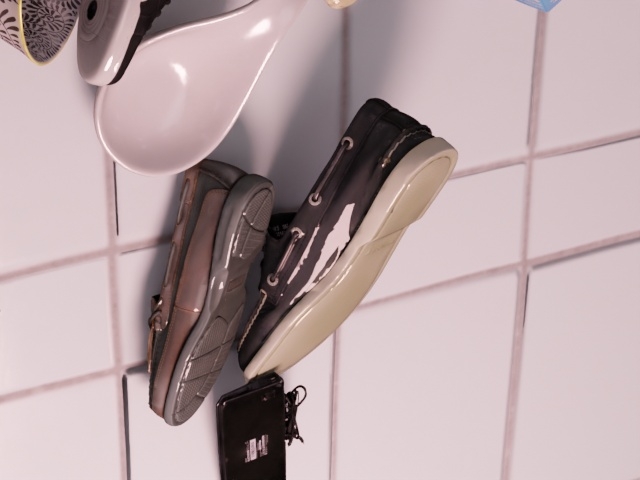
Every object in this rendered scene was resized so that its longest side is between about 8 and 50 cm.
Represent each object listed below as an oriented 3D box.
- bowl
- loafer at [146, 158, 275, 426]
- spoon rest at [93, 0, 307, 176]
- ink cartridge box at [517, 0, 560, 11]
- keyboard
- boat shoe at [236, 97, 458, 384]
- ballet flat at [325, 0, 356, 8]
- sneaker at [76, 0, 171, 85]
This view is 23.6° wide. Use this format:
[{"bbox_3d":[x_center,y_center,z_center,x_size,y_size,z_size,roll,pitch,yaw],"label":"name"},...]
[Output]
[{"bbox_3d":[-0.245,-0.232,1.233,0.080,0.170,0.170,14,109,7],"label":"bowl"},{"bbox_3d":[-0.121,0.048,1.483,0.096,0.084,0.268,-17,130,-63],"label":"loafer"},{"bbox_3d":[-0.094,-0.175,1.376,0.276,0.084,0.137,-52,129,-3],"label":"spoon rest"},{"bbox_3d":[0.200,-0.314,1.499,0.092,0.090,0.143,-43,129,-9],"label":"ink cartridge box"},{"bbox_3d":[-0.065,0.202,1.598,0.100,0.038,0.192,-18,139,-18],"label":"keyboard"},{"bbox_3d":[-0.002,0.000,1.499,0.127,0.113,0.340,-20,152,-49],"label":"boat shoe"},{"bbox_3d":[0.061,-0.291,1.444,0.057,0.049,0.173,39,88,-38],"label":"ballet flat"},{"bbox_3d":[-0.127,-0.225,1.306,0.121,0.079,0.217,15,86,-38],"label":"sneaker"}]
